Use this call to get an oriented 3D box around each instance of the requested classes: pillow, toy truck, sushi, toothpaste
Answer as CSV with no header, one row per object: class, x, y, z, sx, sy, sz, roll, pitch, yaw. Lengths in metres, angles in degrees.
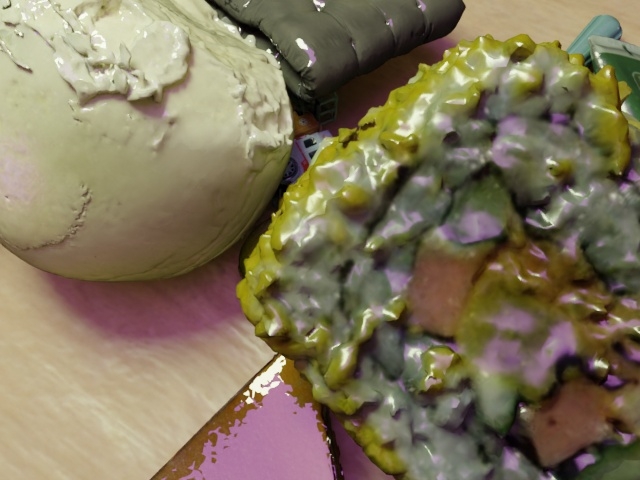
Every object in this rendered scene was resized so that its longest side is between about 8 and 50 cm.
pillow,-0.029,-0.289,0.802,0.228,0.101,0.326,-32,61,-25
toy truck,-0.029,-0.124,0.802,0.115,0.080,0.178,-23,68,-13
sushi,0.164,0.033,0.586,0.351,0.240,0.396,-43,93,8
toothpaste,0.353,-0.041,0.741,0.098,0.061,0.392,5,68,-26

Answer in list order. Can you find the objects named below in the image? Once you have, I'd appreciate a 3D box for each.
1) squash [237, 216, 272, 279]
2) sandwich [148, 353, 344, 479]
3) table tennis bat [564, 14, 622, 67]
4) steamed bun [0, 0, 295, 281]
squash,0.000,0.000,0.745,0.188,0.095,0.095,-20,70,0
sandwich,-0.072,0.217,0.668,0.186,0.108,0.220,-9,72,1
table tennis bat,0.258,-0.172,0.813,0.237,0.038,0.149,-43,72,-7
steamed bun,-0.215,-0.103,0.671,0.333,0.233,0.312,36,114,9
